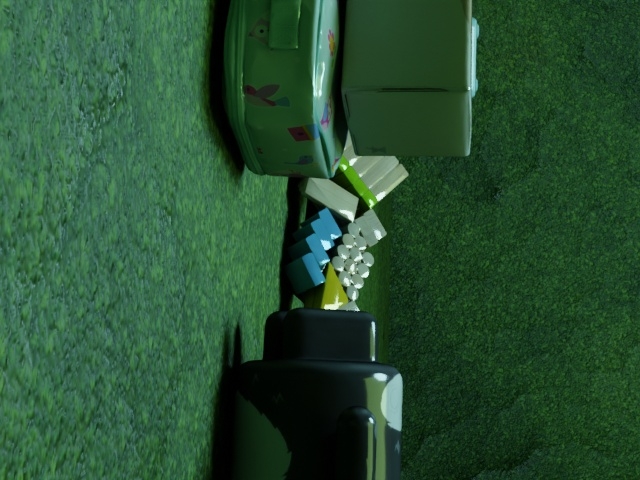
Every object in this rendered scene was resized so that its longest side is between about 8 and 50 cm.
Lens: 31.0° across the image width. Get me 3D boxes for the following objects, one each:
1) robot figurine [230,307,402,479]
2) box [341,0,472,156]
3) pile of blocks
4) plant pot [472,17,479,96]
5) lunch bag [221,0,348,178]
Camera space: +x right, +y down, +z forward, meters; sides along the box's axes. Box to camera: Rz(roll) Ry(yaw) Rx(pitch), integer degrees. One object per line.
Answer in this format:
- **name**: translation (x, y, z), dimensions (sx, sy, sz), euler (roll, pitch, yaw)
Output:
- **robot figurine**: translation (-0.007, 0.208, 1.151), dimensions (0.209, 0.174, 0.278), euler (24, 67, -71)
- **box**: translation (0.093, -0.251, 1.170), dimensions (0.148, 0.121, 0.311), euler (73, 19, -68)
- **pile of blocks**: translation (0.000, 0.000, 1.544), dimensions (0.113, 0.149, 0.362), euler (-29, -145, 47)
- **plant pot**: translation (0.180, -0.353, 2.245), dimensions (0.248, 0.252, 0.247), euler (-49, 140, -79)
- **lunch bag**: translation (-0.029, -0.216, 1.131), dimensions (0.224, 0.108, 0.279), euler (66, 26, -71)
